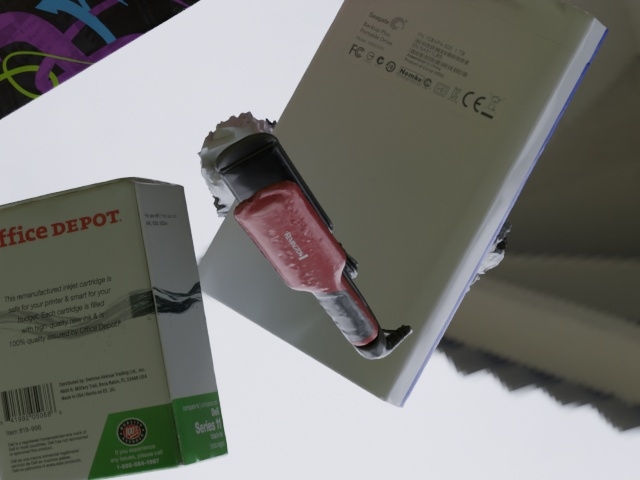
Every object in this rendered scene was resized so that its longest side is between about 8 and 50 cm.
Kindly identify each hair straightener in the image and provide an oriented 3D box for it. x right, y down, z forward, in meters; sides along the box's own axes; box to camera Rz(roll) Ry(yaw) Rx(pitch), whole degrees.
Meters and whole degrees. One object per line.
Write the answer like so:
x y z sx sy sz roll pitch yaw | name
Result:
0.000 0.000 1.180 0.047 0.230 0.089 -32 -128 10 | hair straightener

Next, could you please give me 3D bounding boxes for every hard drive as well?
0.055 -0.060 1.487 0.210 0.040 0.319 29 -89 35 | hard drive

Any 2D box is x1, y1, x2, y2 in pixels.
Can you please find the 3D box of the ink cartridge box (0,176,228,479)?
-0.165 0.069 1.423 0.153 0.208 0.087 -11 176 22 | ink cartridge box

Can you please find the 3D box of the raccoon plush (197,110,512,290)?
0.027 -0.122 1.799 0.216 0.446 0.299 -17 -116 10 | raccoon plush

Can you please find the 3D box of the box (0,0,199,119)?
-0.168 -0.163 1.227 0.162 0.116 0.029 -32 -167 -3 | box
